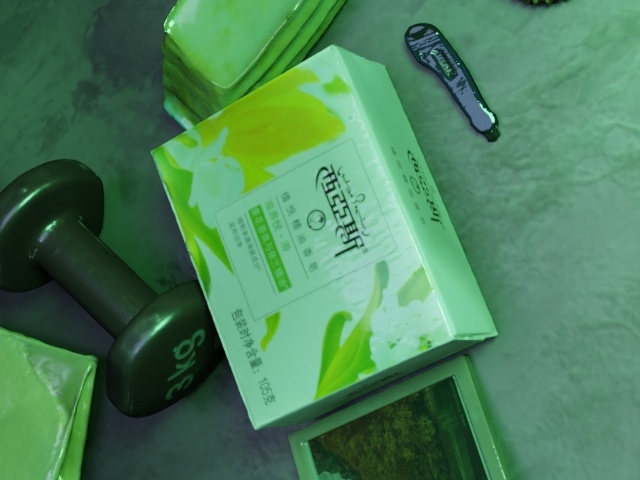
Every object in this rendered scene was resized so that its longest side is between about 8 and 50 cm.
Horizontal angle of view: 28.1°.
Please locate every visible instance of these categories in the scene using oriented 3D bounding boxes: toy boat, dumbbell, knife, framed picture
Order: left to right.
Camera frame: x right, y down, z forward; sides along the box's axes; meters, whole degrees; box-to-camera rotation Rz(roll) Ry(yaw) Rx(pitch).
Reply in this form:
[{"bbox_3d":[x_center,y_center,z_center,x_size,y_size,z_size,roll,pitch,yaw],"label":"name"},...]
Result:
[{"bbox_3d":[-0.191,0.040,1.135,0.225,0.124,0.140,40,143,24],"label":"dumbbell"},{"bbox_3d":[-0.051,-0.206,1.108,0.111,0.084,0.276,44,105,20],"label":"toy boat"},{"bbox_3d":[0.080,0.239,1.033,0.184,0.016,0.250,-27,66,24],"label":"framed picture"},{"bbox_3d":[0.110,-0.131,1.058,0.031,0.018,0.121,-36,73,14],"label":"knife"}]

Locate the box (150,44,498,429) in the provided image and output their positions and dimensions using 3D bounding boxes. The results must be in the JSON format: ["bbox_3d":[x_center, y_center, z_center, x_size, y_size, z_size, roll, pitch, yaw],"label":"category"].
[{"bbox_3d":[0.000,0.000,1.057,0.194,0.111,0.260,-28,73,23],"label":"box"}]

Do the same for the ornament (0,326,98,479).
[{"bbox_3d":[-0.281,0.157,1.222,0.180,0.059,0.201,-36,71,18],"label":"ornament"}]

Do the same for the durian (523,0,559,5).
[{"bbox_3d":[0.160,-0.250,1.012,0.140,0.071,0.110,29,100,30],"label":"durian"}]
